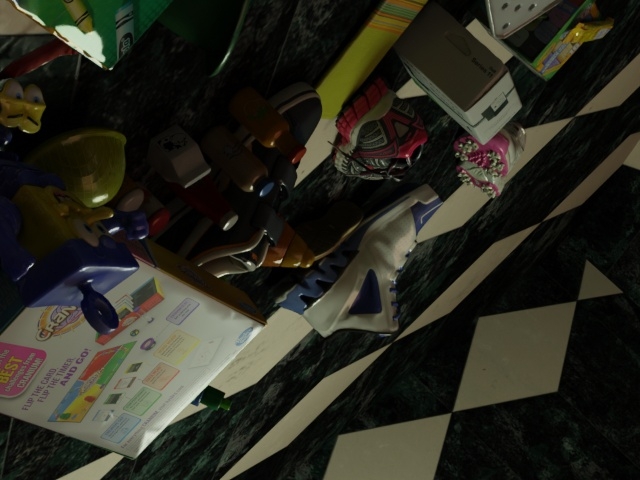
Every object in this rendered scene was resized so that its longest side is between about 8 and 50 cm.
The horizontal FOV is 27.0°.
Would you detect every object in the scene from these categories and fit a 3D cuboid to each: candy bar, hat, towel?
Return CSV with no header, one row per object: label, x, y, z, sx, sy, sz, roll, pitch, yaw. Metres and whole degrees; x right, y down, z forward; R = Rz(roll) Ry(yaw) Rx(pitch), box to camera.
candy bar,0.396,-0.308,1.956,0.040,0.018,0.161,-50,165,28
hat,-0.156,-0.242,1.150,0.173,0.183,0.209,122,-22,-50
towel,0.058,-0.252,1.706,0.237,0.021,0.102,-51,159,20

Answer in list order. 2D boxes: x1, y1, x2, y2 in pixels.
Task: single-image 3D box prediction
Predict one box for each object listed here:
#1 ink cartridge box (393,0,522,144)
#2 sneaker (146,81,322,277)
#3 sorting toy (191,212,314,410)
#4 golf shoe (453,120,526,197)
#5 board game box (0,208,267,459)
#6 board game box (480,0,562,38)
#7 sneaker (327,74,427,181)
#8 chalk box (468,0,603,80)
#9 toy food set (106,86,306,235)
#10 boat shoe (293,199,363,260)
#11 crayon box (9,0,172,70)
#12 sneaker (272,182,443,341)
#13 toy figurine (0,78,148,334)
ink cartridge box,0.192,-0.231,1.859,0.087,0.153,0.208,-46,164,3
sneaker,-0.090,-0.045,1.636,0.321,0.127,0.126,-47,163,-4
sorting toy,-0.111,0.099,1.817,0.127,0.126,0.366,-64,179,-61
golf shoe,0.320,-0.180,2.452,0.140,0.115,0.306,-55,172,-7
board game box,-0.241,0.109,1.487,0.242,0.064,0.316,-45,142,9
board game box,0.337,-0.461,1.584,0.390,0.050,0.390,-33,152,-3
sneaker,0.089,-0.131,1.898,0.121,0.112,0.299,-46,171,-3
chalk box,0.314,-0.337,1.950,0.132,0.132,0.213,-49,166,9
toy food set,-0.132,-0.066,1.499,0.232,0.104,0.111,-36,162,-33
boat shoe,0.000,0.000,2.100,0.178,0.064,0.060,-35,160,-43
crayon box,-0.206,-0.218,0.802,0.081,0.165,0.278,-47,164,3
sneaker,0.091,0.057,2.212,0.315,0.182,0.127,-41,-167,-6
toy figurine,-0.244,0.009,1.149,0.191,0.217,0.362,-43,166,10
